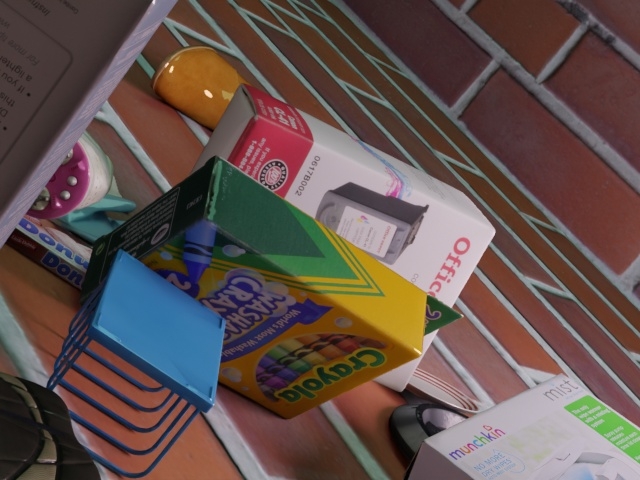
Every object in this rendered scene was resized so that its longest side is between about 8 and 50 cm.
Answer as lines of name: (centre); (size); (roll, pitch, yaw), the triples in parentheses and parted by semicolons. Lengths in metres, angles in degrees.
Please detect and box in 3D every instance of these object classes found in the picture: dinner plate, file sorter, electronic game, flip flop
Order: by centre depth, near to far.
flip flop: (-0.226, 0.162, 0.949); (0.112, 0.080, 0.277); (27, 4, -21)
file sorter: (-0.163, 0.107, 1.165); (0.118, 0.104, 0.170); (35, 16, -12)
electronic game: (0.181, 0.265, 1.589); (0.229, 0.048, 0.229); (29, 13, -7)
dinner plate: (0.137, 0.188, 1.719); (0.141, 0.017, 0.141); (26, 5, -2)

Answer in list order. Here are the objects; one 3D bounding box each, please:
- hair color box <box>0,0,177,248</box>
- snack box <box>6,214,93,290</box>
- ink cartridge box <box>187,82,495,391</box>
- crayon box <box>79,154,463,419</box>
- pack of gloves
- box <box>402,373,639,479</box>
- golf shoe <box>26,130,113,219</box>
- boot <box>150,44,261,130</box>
hair color box: (-0.278, -0.078, 0.922); (0.185, 0.374, 0.113); (37, 16, -6)
snack box: (-0.238, 0.027, 1.366); (0.178, 0.022, 0.064); (35, 18, -15)
ink cartridge box: (0.000, 0.000, 1.477); (0.306, 0.226, 0.131); (24, 14, -19)
crayon box: (-0.043, 0.068, 1.325); (0.323, 0.203, 0.083); (32, 46, -28)
pack of gloves: (-0.284, -0.073, 1.501); (0.232, 0.046, 0.195); (25, 22, -40)
box: (0.244, 0.276, 1.378); (0.231, 0.126, 0.262); (37, 33, 30)
golf shoe: (-0.341, -0.128, 1.401); (0.306, 0.115, 0.140); (41, 12, 12)
boot: (-0.119, -0.188, 2.073); (0.211, 0.104, 0.295); (44, 13, 18)
